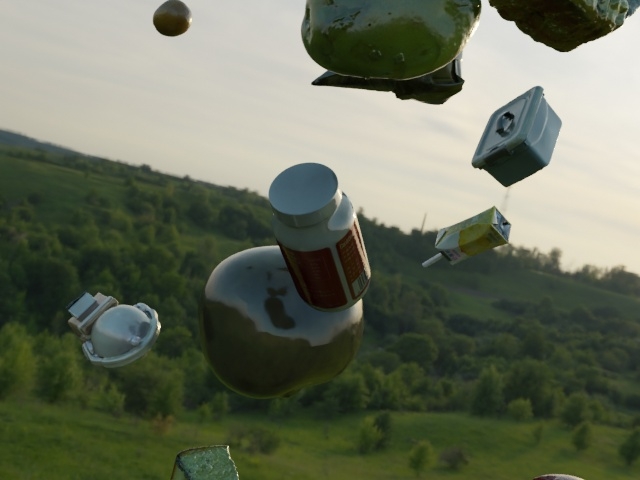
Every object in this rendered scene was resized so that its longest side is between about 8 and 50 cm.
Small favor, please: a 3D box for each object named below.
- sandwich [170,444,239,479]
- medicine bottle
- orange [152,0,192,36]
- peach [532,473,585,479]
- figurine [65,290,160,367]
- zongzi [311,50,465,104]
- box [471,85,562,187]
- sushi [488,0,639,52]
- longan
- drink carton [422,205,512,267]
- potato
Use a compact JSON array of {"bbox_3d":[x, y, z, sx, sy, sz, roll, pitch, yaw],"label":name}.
[{"bbox_3d":[-0.248,0.546,1.472,0.128,0.235,0.122,2,30,-33],"label":"sandwich"},{"bbox_3d":[0.000,0.000,1.147,0.131,0.131,0.250,15,-34,26],"label":"medicine bottle"},{"bbox_3d":[-0.312,-0.467,1.524,0.085,0.084,0.085,14,1,0],"label":"orange"},{"bbox_3d":[0.411,0.447,1.183,0.151,0.151,0.118,14,29,1],"label":"peach"},{"bbox_3d":[-0.424,0.194,1.507,0.237,0.162,0.141,13,-41,42],"label":"figurine"},{"bbox_3d":[0.134,-0.418,1.426,0.300,0.285,0.138,2,5,0],"label":"zongzi"},{"bbox_3d":[0.457,-0.241,1.683,0.130,0.227,0.162,41,-40,-16],"label":"box"},{"bbox_3d":[0.342,-0.382,1.042,0.274,0.184,0.139,29,-24,-32],"label":"sushi"},{"bbox_3d":[-0.082,0.173,1.545,0.361,0.360,0.361,14,1,0],"label":"longan"},{"bbox_3d":[0.301,0.001,1.533,0.200,0.074,0.084,-25,-57,41],"label":"drink carton"},{"bbox_3d":[0.094,-0.312,1.006,0.253,0.186,0.148,-17,-34,10],"label":"potato"}]
